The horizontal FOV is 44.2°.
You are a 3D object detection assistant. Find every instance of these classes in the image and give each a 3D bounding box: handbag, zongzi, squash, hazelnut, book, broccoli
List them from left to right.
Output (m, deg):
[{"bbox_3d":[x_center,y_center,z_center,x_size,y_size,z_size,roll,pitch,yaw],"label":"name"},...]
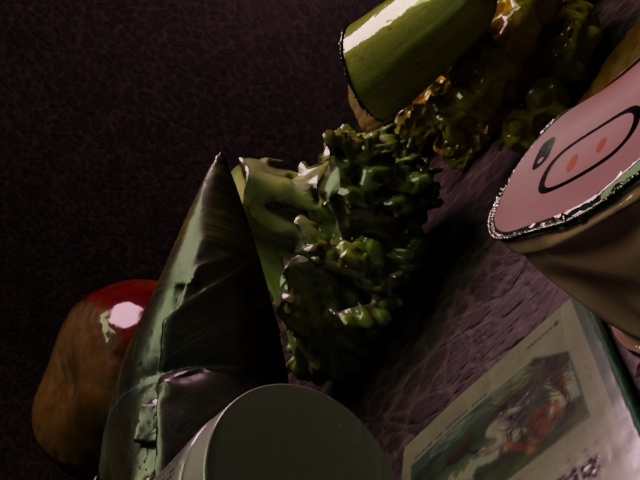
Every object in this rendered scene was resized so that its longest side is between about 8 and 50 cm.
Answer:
[{"bbox_3d":[-0.312,0.267,1.399,0.409,0.359,0.359,-51,8,38],"label":"hazelnut"},{"bbox_3d":[-0.160,0.167,0.958,0.403,0.208,0.432,130,141,-59],"label":"zongzi"},{"bbox_3d":[0.021,0.007,1.005,0.272,0.324,0.334,3,-53,-47],"label":"broccoli"},{"bbox_3d":[0.117,-0.243,0.898,0.137,0.137,0.287,-58,15,-27],"label":"squash"},{"bbox_3d":[0.123,0.162,0.513,0.215,0.025,0.282,-48,8,20],"label":"book"},{"bbox_3d":[0.214,-0.033,0.498,0.205,0.116,0.179,-43,13,53],"label":"handbag"}]

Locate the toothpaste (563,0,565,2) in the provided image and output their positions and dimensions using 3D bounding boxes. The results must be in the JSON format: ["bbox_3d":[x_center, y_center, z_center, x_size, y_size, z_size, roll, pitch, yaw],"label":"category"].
[{"bbox_3d":[0.286,-0.357,1.125,0.060,0.233,0.038,-51,-29,-8],"label":"toothpaste"}]

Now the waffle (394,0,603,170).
[{"bbox_3d":[0.229,-0.217,1.043,0.261,0.151,0.324,-57,11,-3],"label":"waffle"}]

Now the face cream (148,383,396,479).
[{"bbox_3d":[-0.047,0.226,0.631,0.153,0.177,0.177,-47,11,38],"label":"face cream"}]

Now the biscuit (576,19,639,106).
[{"bbox_3d":[0.330,-0.166,0.665,0.318,0.040,0.318,-50,9,11],"label":"biscuit"}]

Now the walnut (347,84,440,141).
[{"bbox_3d":[0.165,-0.303,1.387,0.283,0.227,0.282,-4,84,48],"label":"walnut"}]
